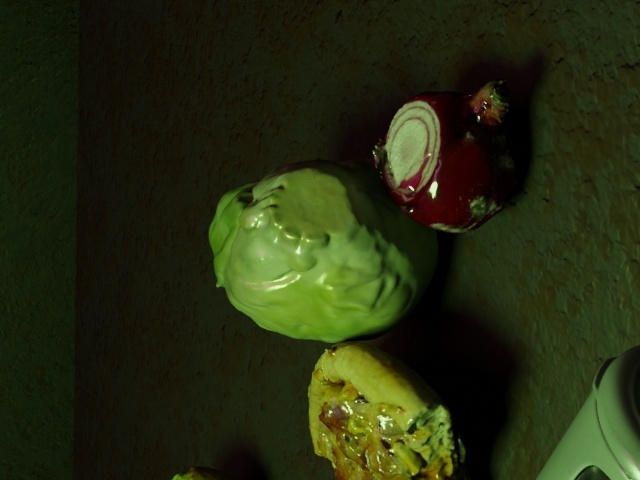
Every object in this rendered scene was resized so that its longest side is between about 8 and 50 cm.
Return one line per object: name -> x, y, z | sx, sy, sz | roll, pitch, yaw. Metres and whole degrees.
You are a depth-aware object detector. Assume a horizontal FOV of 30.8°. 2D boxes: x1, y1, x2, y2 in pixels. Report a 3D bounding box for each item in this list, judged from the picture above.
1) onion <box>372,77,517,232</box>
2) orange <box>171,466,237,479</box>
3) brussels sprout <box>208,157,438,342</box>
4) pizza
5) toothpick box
onion -> 0.170, -0.104, 1.324 | 0.198, 0.135, 0.173 | -42, 51, 36
orange -> -0.172, 0.537, 1.903 | 0.262, 0.196, 0.334 | -116, 39, -63
brussels sprout -> 0.010, 0.004, 1.461 | 0.316, 0.274, 0.242 | 148, 134, -64
pizza -> 0.077, 0.249, 1.423 | 0.277, 0.114, 0.409 | 61, 163, -1
toothpick box -> 0.288, 0.257, 1.039 | 0.229, 0.229, 0.316 | 63, 144, 39
